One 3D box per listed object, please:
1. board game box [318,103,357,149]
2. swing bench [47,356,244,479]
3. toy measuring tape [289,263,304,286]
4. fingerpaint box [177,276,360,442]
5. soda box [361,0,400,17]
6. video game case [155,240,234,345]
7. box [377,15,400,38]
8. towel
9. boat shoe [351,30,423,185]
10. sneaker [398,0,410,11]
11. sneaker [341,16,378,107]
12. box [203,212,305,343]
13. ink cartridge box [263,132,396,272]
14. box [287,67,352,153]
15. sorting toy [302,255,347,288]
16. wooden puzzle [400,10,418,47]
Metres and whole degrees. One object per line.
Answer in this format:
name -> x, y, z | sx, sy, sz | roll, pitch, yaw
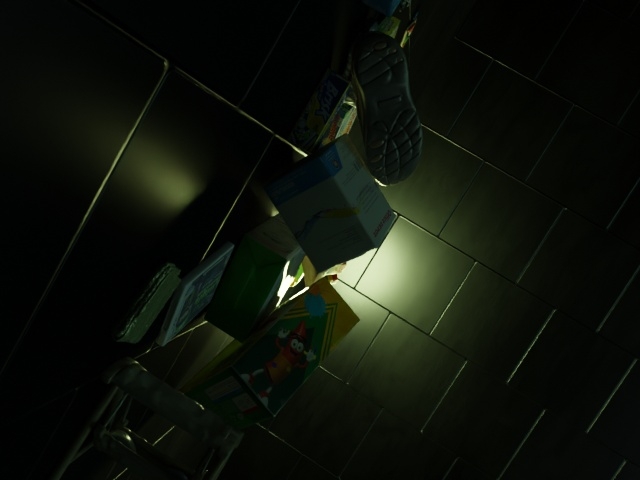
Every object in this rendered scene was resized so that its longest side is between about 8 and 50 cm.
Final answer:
board game box -> 0.049, -0.299, 1.567 | 0.136, 0.035, 0.201 | -52, 171, -44
swing bench -> -0.299, 0.371, 1.057 | 0.255, 0.253, 0.165 | -59, 174, 12
toy measuring tape -> -0.097, 0.061, 1.805 | 0.121, 0.121, 0.330 | -55, 173, -30
fingerpaint box -> -0.157, 0.327, 1.554 | 0.371, 0.163, 0.444 | -42, -177, -42
soda box -> 0.125, -0.500, 1.043 | 0.071, 0.067, 0.210 | -58, 174, -10
video game case -> -0.255, 0.107, 1.195 | 0.173, 0.022, 0.190 | -62, 173, 32
box -> 0.143, -0.474, 1.436 | 0.105, 0.043, 0.179 | -56, 172, -25
towel -> -0.280, 0.101, 0.950 | 0.148, 0.027, 0.110 | -58, 175, -12
boat shoe -> 0.142, -0.288, 1.270 | 0.130, 0.132, 0.356 | -103, -178, -52
sneaker -> 0.206, -0.586, 1.399 | 0.069, 0.038, 0.098 | -61, 173, 19
sneaker -> 0.108, -0.388, 1.306 | 0.083, 0.098, 0.224 | -54, 173, -35
box -> -0.147, 0.090, 1.481 | 0.262, 0.126, 0.231 | -61, 174, 22
ink cartridge box -> 0.027, -0.082, 1.302 | 0.168, 0.233, 0.171 | -25, -167, 31
box -> 0.000, -0.269, 1.215 | 0.169, 0.059, 0.054 | -59, 177, 9
sorting toy -> 0.000, 0.000, 1.676 | 0.257, 0.089, 0.256 | 111, -30, -68
wooden puzzle -> 0.272, -0.638, 1.785 | 0.079, 0.014, 0.116 | -56, 173, -20
